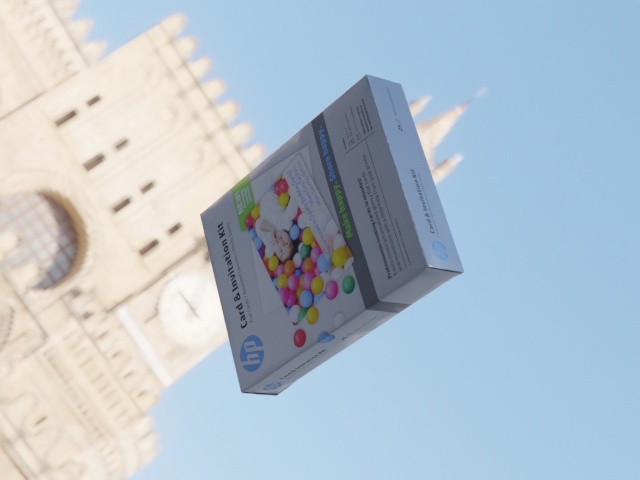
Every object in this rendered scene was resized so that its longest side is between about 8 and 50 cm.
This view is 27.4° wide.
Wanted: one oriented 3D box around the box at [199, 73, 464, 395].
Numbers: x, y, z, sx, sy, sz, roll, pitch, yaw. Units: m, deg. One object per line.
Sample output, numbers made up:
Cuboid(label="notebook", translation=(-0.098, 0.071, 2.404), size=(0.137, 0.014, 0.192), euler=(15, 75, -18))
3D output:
Cuboid(label="box", translation=(0.000, 0.000, 0.882), size=(0.186, 0.038, 0.145), euler=(-37, -123, 38))
